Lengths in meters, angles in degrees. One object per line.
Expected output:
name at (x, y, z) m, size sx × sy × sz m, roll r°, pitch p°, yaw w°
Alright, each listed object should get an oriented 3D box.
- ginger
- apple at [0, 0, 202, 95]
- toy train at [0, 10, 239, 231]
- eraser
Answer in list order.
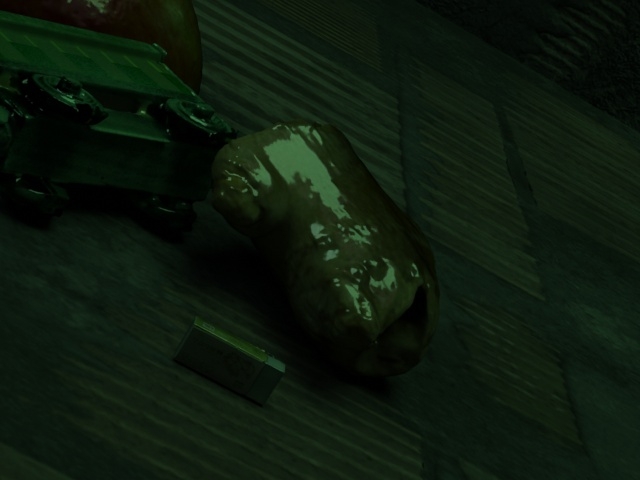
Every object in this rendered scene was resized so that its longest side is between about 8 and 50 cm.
ginger at (0.000, 0.000, 1.265) m, size 0.221 × 0.130 × 0.276 m, roll 32°, pitch 25°, yaw -38°
apple at (-0.282, -0.255, 1.491) m, size 0.346 × 0.254 × 0.179 m, roll 34°, pitch -21°, yaw 3°
toy train at (-0.218, -0.110, 1.267) m, size 0.202 × 0.120 × 0.300 m, roll 42°, pitch 22°, yaw 32°
eraser at (-0.072, 0.097, 1.119) m, size 0.083 × 0.038 × 0.019 m, roll 29°, pitch 18°, yaw -8°
